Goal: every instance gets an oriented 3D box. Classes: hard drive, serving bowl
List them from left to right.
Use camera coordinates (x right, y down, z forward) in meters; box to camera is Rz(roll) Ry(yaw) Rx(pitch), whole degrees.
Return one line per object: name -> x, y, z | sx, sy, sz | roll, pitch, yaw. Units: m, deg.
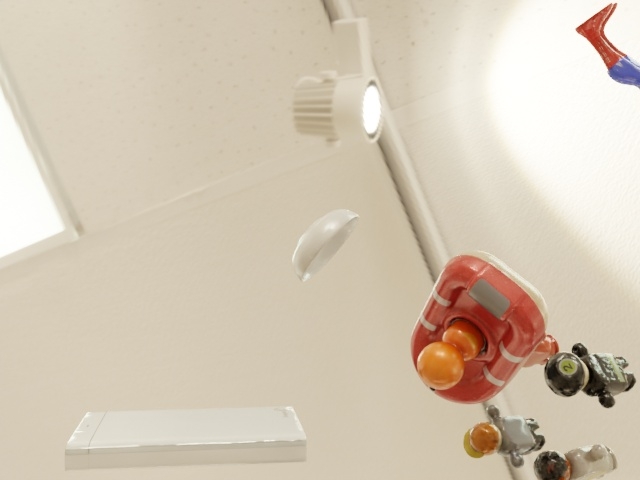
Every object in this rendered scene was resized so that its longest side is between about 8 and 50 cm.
hard drive -> -0.209, 0.313, 1.355 | 0.352, 0.233, 0.047 | 0, -89, -7
serving bowl -> 0.000, 0.000, 0.807 | 0.027, 0.083, 0.083 | 41, -57, 9

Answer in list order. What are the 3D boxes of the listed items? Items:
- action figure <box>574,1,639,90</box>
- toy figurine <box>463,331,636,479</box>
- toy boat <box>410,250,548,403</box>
action figure -> 0.422, -0.162, 0.933 | 0.139, 0.091, 0.280 | -35, -91, 30
toy figurine -> 0.313, 0.235, 1.194 | 0.213, 0.148, 0.210 | 18, -81, 54
toy boat -> 0.179, 0.134, 1.083 | 0.151, 0.151, 0.231 | 39, -36, 18
